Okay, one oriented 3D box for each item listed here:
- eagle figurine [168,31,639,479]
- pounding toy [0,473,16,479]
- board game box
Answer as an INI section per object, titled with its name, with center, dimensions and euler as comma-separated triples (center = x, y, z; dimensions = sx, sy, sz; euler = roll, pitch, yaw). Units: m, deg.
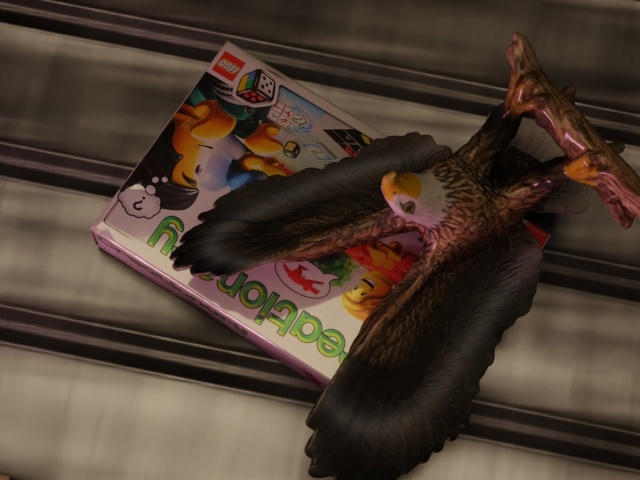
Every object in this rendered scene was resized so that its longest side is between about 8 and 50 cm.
[eagle figurine]
center = 0.071, -0.002, 1.014
dimensions = 0.298, 0.225, 0.226
euler = -41, 32, 16
[pounding toy]
center = -0.252, 0.262, 0.955
dimensions = 0.094, 0.181, 0.206
euler = 5, 73, -1
[board game box]
center = 0.000, 0.000, 1.112
dimensions = 0.305, 0.053, 0.193
euler = 31, 75, 8
